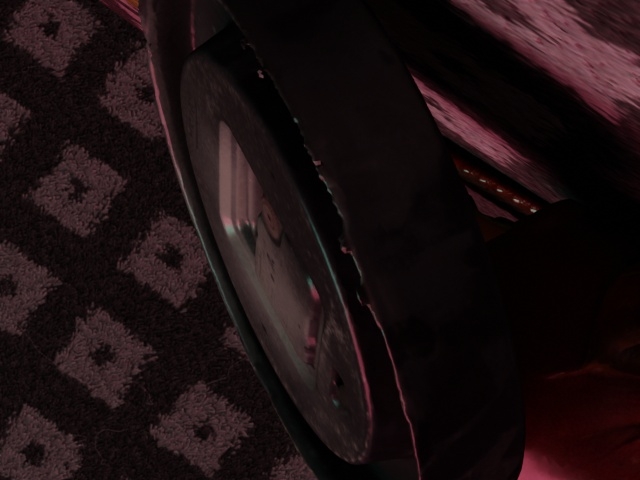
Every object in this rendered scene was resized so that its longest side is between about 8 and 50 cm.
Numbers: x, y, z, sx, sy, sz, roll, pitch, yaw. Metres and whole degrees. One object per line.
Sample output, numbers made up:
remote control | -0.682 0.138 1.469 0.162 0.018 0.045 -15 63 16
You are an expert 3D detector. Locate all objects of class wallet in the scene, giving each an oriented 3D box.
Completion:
wallet | 0.163 -0.035 1.378 0.196 0.020 0.103 35 -178 31

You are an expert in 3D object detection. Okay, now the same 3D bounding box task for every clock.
clock | 0.000 0.000 0.962 0.386 0.076 0.386 60 165 28

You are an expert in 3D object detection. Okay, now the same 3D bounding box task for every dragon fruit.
dragon fruit | 0.171 0.100 1.097 0.250 0.250 0.315 36 -173 -38

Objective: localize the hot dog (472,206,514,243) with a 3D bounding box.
hot dog | 0.183 0.050 1.358 0.337 0.100 0.135 32 170 22

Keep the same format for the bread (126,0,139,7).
bread | -0.189 -0.268 1.589 0.316 0.054 0.316 37 179 1

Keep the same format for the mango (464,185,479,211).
mango | 0.033 -0.050 1.563 0.201 0.153 0.287 19 -165 -49
